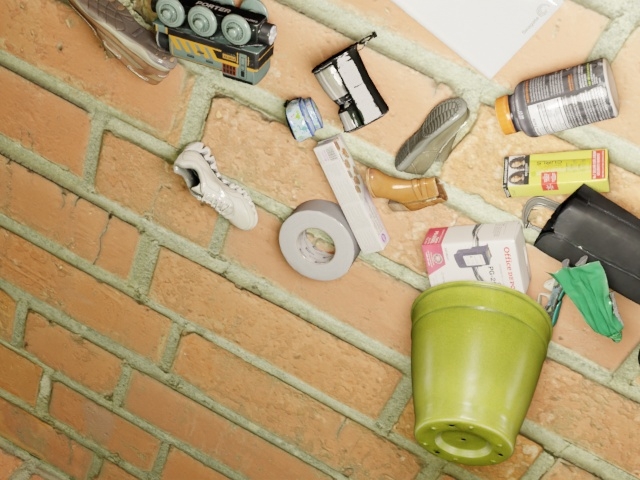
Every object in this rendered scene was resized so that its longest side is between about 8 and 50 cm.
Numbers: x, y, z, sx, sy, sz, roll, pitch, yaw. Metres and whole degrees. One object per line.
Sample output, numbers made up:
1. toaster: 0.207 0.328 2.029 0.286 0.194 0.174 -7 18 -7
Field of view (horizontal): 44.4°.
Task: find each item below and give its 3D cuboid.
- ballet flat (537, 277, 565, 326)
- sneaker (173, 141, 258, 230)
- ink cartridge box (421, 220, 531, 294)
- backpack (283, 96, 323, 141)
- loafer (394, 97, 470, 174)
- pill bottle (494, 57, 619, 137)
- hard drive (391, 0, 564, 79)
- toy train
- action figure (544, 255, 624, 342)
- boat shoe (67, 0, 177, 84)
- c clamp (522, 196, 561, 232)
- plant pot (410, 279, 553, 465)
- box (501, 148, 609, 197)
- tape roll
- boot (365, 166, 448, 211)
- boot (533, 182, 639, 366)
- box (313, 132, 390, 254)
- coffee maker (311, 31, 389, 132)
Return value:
1. ballet flat: 0.584 0.136 1.972 0.070 0.070 0.188 19 121 12
2. sneaker: -0.294 -0.131 2.160 0.110 0.118 0.292 -35 102 33
3. ink cartridge box: 0.395 0.055 1.979 0.237 0.100 0.172 -4 118 26
4. backpack: -0.042 -0.304 1.947 0.084 0.114 0.105 -21 108 11
5. loafer: 0.279 -0.243 1.872 0.087 0.094 0.251 24 139 -21
6. pill bottle: 0.509 -0.300 1.702 0.246 0.130 0.130 -12 114 29
7. hard drive: 0.306 -0.537 1.670 0.353 0.047 0.233 35 127 -10
8. toy train: -0.263 -0.505 1.918 0.334 0.142 0.190 18 134 13
9. action figure: 0.624 0.141 1.775 0.137 0.063 0.232 -12 117 51
10. boat shoe: -0.525 -0.523 2.026 0.324 0.123 0.116 41 128 -1
11. c clamp: 0.559 -0.033 1.905 0.161 0.022 0.137 28 126 6
12. plant pot: 0.377 0.348 1.940 0.366 0.353 0.366 11 141 9
13. box: 0.539 -0.153 1.796 0.232 0.087 0.058 -1 155 25
14. tape roll: 0.000 0.000 2.136 0.219 0.072 0.219 11 123 18
15. boot: 0.212 -0.136 1.927 0.152 0.073 0.197 -8 155 34
16. boot: 0.695 0.106 1.826 0.445 0.146 0.367 28 134 2
17. box: 0.083 -0.118 2.035 0.067 0.063 0.324 -16 111 32
18. coffee maker: 0.090 -0.365 1.851 0.171 0.120 0.178 -22 109 31
